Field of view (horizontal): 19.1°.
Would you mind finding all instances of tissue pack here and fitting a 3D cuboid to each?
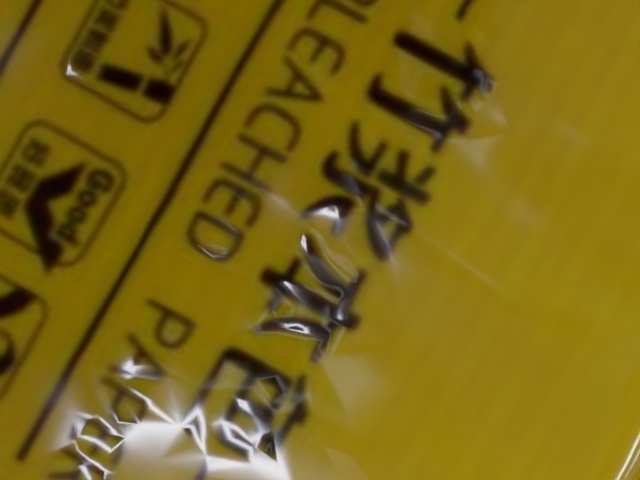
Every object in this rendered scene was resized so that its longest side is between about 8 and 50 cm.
[{"bbox_3d":[0.000,0.000,0.507,0.228,0.293,0.382,28,88,6],"label":"tissue pack"}]
